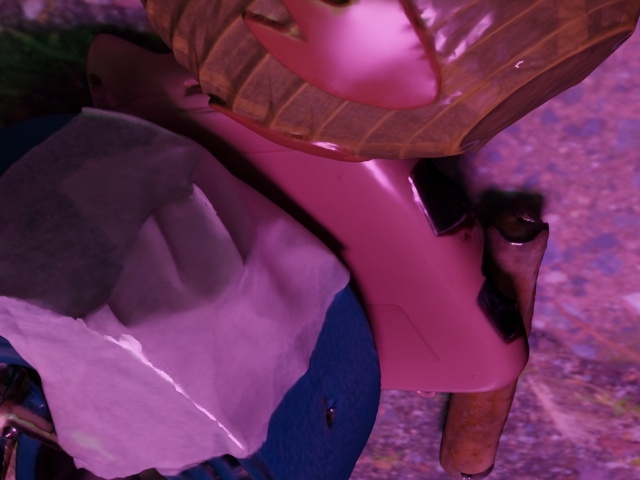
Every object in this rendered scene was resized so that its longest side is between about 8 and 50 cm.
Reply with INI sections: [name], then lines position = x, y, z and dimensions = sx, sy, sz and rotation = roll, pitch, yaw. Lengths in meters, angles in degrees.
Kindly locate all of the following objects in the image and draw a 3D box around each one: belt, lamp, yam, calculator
[belt]
position = -0.124, 0.107, 1.013
dimensions = 0.300, 0.173, 0.436
rotation = 20, 150, 6
[lamp]
position = 0.020, -0.176, 0.677
dimensions = 0.250, 0.250, 0.284
rotation = -35, 83, 39
[yam]
position = 0.113, 0.072, 1.053
dimensions = 0.046, 0.046, 0.264
rotation = 8, 138, 3
[calculator]
position = 0.000, 0.000, 0.965
dimensions = 0.220, 0.048, 0.329
rotation = -3, 138, 35
